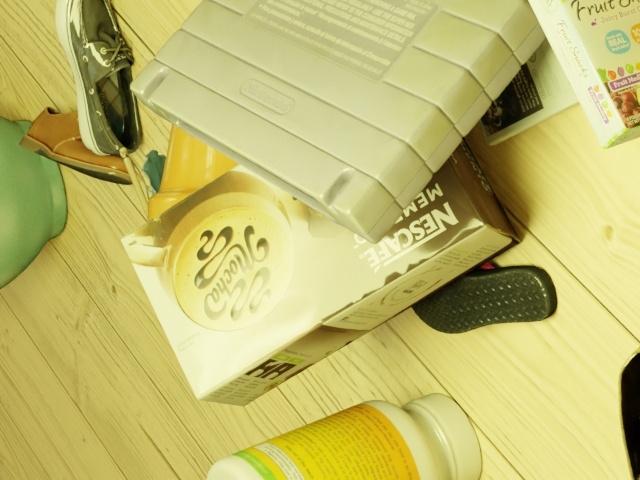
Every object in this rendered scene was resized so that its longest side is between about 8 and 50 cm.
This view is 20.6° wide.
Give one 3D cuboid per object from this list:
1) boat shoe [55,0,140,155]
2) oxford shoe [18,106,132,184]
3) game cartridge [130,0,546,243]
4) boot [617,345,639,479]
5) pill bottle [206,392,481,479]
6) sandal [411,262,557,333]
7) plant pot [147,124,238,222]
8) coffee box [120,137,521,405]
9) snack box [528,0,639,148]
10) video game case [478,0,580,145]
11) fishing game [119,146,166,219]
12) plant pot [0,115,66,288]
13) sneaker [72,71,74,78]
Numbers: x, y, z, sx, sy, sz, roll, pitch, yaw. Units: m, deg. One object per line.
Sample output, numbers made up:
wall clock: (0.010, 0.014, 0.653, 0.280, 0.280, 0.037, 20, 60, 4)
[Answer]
boat shoe: (-0.258, -0.207, 2.106, 0.076, 0.080, 0.229, 12, 115, 39)
oxford shoe: (-0.306, -0.125, 2.249, 0.212, 0.076, 0.076, 25, 88, 41)
game cartridge: (0.008, -0.150, 1.476, 0.355, 0.230, 0.068, 32, 166, 49)
boot: (0.286, 0.203, 1.341, 0.112, 0.115, 0.305, 15, 120, 55)
pill bottle: (0.027, 0.232, 1.674, 0.136, 0.245, 0.136, 39, 138, 45)
sandal: (0.147, 0.047, 1.582, 0.179, 0.040, 0.067, -2, 111, 46)
plant pot: (-0.071, -0.083, 1.738, 0.205, 0.205, 0.188, -3, 89, 61)
coffee box: (0.000, 0.000, 1.538, 0.168, 0.297, 0.119, 63, -165, 17)
snack box: (0.218, -0.146, 1.265, 0.141, 0.100, 0.037, 65, 151, 12)
video game case: (0.154, -0.189, 1.438, 0.173, 0.022, 0.190, -26, 84, 61)
fishing game: (-0.154, -0.008, 1.924, 0.189, 0.041, 0.264, 67, -170, 7)
plant pot: (-0.475, -0.063, 2.443, 0.293, 0.196, 0.293, 37, 136, 46)
sneaker: (-0.287, -0.195, 2.204, 0.069, 0.038, 0.098, 19, 113, 58)
